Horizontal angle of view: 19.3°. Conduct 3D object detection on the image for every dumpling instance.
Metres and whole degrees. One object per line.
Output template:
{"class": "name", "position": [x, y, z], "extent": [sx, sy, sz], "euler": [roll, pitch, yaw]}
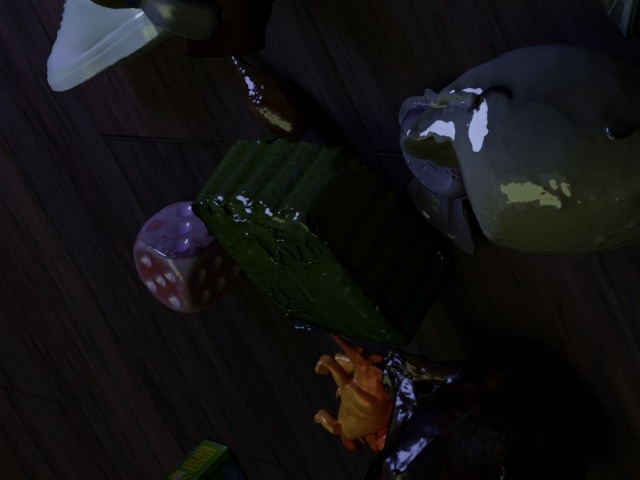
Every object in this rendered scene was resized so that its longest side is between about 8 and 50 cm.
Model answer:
{"class": "dumpling", "position": [0.210, -0.046, 1.473], "extent": [0.243, 0.175, 0.227], "euler": [48, -175, 34]}

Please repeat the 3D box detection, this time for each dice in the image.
{"class": "dice", "position": [-0.148, 0.018, 2.107], "extent": [0.091, 0.093, 0.094], "euler": [32, 147, 31]}

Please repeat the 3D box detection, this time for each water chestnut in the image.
{"class": "water chestnut", "position": [0.133, 0.207, 1.811], "extent": [0.238, 0.224, 0.223], "euler": [43, 151, 5]}

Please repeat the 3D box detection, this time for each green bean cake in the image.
{"class": "green bean cake", "position": [0.000, 0.000, 1.817], "extent": [0.200, 0.113, 0.214], "euler": [11, 149, 47]}

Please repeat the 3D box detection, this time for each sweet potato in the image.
{"class": "sweet potato", "position": [-0.050, -0.143, 1.831], "extent": [0.117, 0.049, 0.049], "euler": [49, 152, 10]}

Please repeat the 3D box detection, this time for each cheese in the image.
{"class": "cheese", "position": [0.109, -0.066, 1.691], "extent": [0.105, 0.042, 0.191], "euler": [39, 153, 23]}

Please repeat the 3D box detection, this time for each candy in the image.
{"class": "candy", "position": [-0.130, 0.371, 2.504], "extent": [0.062, 0.097, 0.194], "euler": [5, 129, 49]}

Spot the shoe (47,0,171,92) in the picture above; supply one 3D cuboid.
{"class": "shoe", "position": [-0.220, -0.232, 1.928], "extent": [0.265, 0.095, 0.110], "euler": [-15, 104, 55]}

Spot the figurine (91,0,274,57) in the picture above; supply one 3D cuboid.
{"class": "figurine", "position": [-0.135, -0.298, 1.688], "extent": [0.283, 0.204, 0.338], "euler": [51, 164, -19]}

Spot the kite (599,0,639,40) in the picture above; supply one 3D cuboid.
{"class": "kite", "position": [0.150, -0.278, 1.371], "extent": [0.335, 0.011, 0.314], "euler": [53, 160, -19]}

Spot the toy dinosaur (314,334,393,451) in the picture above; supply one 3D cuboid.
{"class": "toy dinosaur", "position": [0.054, 0.166, 2.027], "extent": [0.117, 0.070, 0.288], "euler": [28, 150, 17]}
